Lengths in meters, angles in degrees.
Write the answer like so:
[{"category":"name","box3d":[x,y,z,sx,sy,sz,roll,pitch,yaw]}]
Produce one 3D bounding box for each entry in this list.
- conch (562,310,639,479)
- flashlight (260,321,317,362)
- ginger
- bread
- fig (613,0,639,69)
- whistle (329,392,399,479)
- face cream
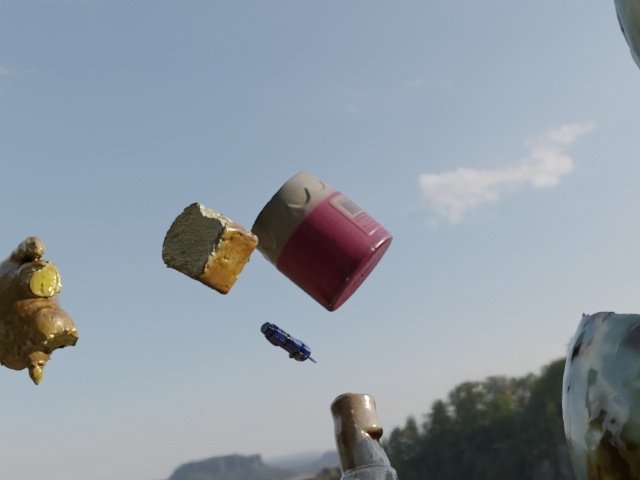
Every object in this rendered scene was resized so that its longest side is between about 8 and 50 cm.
[{"category":"conch","box3d":[0.308,0.168,0.525,0.249,0.197,0.368,44,-23,-12]},{"category":"flashlight","box3d":[-0.057,0.175,1.293,0.121,0.057,0.035,38,-89,-37]},{"category":"ginger","box3d":[-0.436,0.111,1.145,0.157,0.216,0.102,-25,-18,24]},{"category":"bread","box3d":[-0.123,0.009,0.858,0.076,0.083,0.070,27,-5,35]},{"category":"fig","box3d":[0.217,-0.141,0.304,0.181,0.191,0.181,11,8,-2]},{"category":"whistle","box3d":[0.041,0.219,0.571,0.057,0.220,0.107,-24,-35,17]},{"category":"face cream","box3d":[0.000,0.000,1.331,0.175,0.195,0.175,-48,-12,-14]}]
